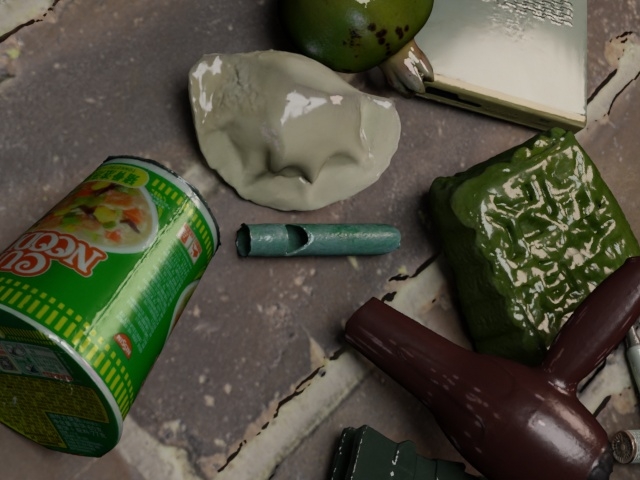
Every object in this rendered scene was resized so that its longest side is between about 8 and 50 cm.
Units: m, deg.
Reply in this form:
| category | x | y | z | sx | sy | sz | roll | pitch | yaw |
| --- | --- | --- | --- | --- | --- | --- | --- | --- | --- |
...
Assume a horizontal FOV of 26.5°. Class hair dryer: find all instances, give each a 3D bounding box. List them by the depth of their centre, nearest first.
| category | x | y | z | sx | sy | sz | roll | pitch | yaw |
| --- | --- | --- | --- | --- | --- | --- | --- | --- | --- |
| hair dryer | 0.235 | 0.078 | 1.417 | 0.312 | 0.123 | 0.340 | 39 | 91 | 11 |
| hair dryer | 0.413 | 0.178 | 1.647 | 0.154 | 0.044 | 0.183 | 5 | 71 | -30 |

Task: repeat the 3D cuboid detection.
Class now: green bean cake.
| category | x | y | z | sx | sy | sz | roll | pitch | yaw |
| --- | --- | --- | --- | --- | --- | --- | --- | --- | --- |
| green bean cake | 0.245 | 0.007 | 1.549 | 0.222 | 0.125 | 0.248 | -30 | 92 | -32 |

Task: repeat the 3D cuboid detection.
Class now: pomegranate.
| category | x | y | z | sx | sy | sz | roll | pitch | yaw |
| --- | --- | --- | --- | --- | --- | --- | --- | --- | --- |
| pomegranate | 0.055 | -0.248 | 1.490 | 0.210 | 0.180 | 0.180 | 49 | 59 | -11 |

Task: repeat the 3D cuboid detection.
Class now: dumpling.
| category | x | y | z | sx | sy | sz | roll | pitch | yaw |
| --- | --- | --- | --- | --- | --- | --- | --- | --- | --- |
| dumpling | -0.040 | -0.116 | 1.442 | 0.215 | 0.126 | 0.166 | 12 | 97 | -40 |

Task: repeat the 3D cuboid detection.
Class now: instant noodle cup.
| category | x | y | z | sx | sy | sz | roll | pitch | yaw |
| --- | --- | --- | --- | --- | --- | --- | --- | --- | --- |
| instant noodle cup | -0.212 | 0.050 | 1.261 | 0.207 | 0.207 | 0.233 | 43 | 52 | -12 |

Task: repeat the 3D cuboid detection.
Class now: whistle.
| category | x | y | z | sx | sy | sz | roll | pitch | yaw |
| --- | --- | --- | --- | --- | --- | --- | --- | --- | --- |
| whistle | 0.000 | 0.000 | 1.467 | 0.186 | 0.039 | 0.039 | 0 | 76 | -29 |

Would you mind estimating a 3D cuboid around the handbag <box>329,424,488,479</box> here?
| category | x | y | z | sx | sy | sz | roll | pitch | yaw |
| --- | --- | --- | --- | --- | --- | --- | --- | --- | --- |
| handbag | 0.103 | 0.341 | 1.406 | 0.247 | 0.079 | 0.260 | 25 | 65 | -21 |

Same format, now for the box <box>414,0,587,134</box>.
| category | x | y | z | sx | sy | sz | roll | pitch | yaw |
| --- | --- | --- | --- | --- | --- | --- | --- | --- | --- |
| box | 0.205 | -0.250 | 1.647 | 0.270 | 0.045 | 0.211 | 10 | 71 | -26 |
